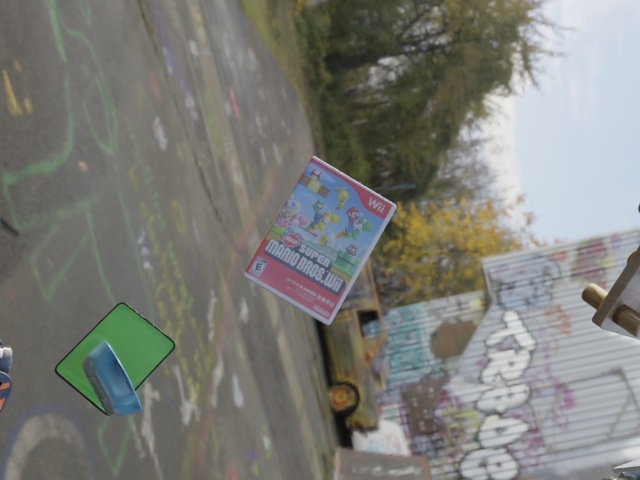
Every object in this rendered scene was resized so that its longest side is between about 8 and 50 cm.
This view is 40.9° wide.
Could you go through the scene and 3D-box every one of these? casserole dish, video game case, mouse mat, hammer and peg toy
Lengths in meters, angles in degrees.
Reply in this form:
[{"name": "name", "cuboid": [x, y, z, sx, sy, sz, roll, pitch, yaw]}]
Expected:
[{"name": "casserole dish", "cuboid": [-0.304, 0.204, 1.231, 0.114, 0.037, 0.188, 63, -22, 1]}, {"name": "video game case", "cuboid": [0.000, 0.000, 1.748, 0.285, 0.204, 0.025, -60, -176, -9]}, {"name": "mouse mat", "cuboid": [-0.392, 0.223, 1.644, 0.153, 0.189, 0.007, 36, -26, 14]}, {"name": "hammer and peg toy", "cuboid": [0.641, 0.079, 1.556, 0.361, 0.266, 0.127, 18, 17, -46]}, {"name": "video game case", "cuboid": [0.635, 0.431, 1.662, 0.122, 0.087, 0.011, -1, 75, -43]}]

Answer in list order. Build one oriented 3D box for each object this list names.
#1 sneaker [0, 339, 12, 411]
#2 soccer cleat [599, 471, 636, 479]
[{"name": "sneaker", "cuboid": [-0.461, 0.110, 1.011, 0.124, 0.180, 0.321, -129, -140, -54]}, {"name": "soccer cleat", "cuboid": [0.504, 0.441, 1.202, 0.121, 0.289, 0.093, -57, 171, -23]}]
